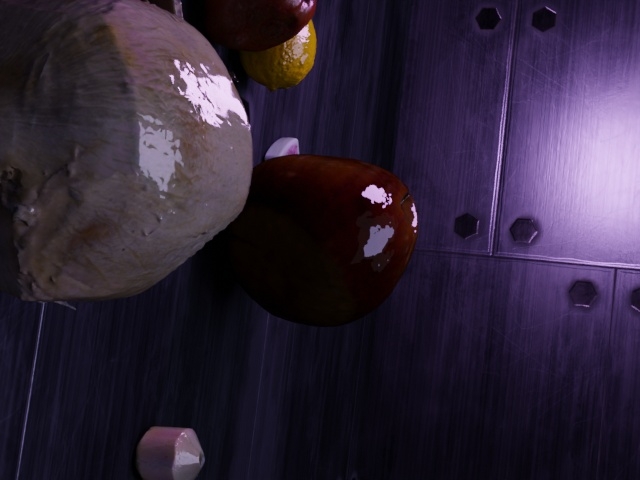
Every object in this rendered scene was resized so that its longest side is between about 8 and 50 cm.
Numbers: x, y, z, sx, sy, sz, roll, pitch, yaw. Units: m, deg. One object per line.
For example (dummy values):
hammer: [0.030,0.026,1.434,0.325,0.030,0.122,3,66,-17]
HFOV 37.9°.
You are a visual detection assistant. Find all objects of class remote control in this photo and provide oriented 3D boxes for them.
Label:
remote control: [-0.087,-0.086,2.367,0.145,0.050,0.344,-54,144,-58]

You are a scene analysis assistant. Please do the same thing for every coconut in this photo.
coconut: [-0.305,-0.112,1.125,0.404,0.404,0.405,5,90,-73]
coconut: [-0.279,0.412,1.779,0.116,0.122,0.116,5,90,-72]

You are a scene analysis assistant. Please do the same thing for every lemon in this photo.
lemon: [-0.094,-0.429,2.039,0.180,0.180,0.193,53,29,-65]

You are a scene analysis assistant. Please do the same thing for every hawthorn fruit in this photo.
hawthorn fruit: [-0.110,-0.477,1.841,0.224,0.261,0.224,3,90,-66]

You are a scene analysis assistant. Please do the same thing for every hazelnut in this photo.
hazelnut: [0.000,0.000,2.036,0.402,0.429,0.402,0,90,-56]

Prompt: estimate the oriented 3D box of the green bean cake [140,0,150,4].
green bean cake: [-0.319,-0.299,1.337,0.097,0.198,0.233,-57,151,-52]

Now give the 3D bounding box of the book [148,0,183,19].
book: [-0.295,-0.414,1.349,0.021,0.217,0.310,-38,132,-46]
